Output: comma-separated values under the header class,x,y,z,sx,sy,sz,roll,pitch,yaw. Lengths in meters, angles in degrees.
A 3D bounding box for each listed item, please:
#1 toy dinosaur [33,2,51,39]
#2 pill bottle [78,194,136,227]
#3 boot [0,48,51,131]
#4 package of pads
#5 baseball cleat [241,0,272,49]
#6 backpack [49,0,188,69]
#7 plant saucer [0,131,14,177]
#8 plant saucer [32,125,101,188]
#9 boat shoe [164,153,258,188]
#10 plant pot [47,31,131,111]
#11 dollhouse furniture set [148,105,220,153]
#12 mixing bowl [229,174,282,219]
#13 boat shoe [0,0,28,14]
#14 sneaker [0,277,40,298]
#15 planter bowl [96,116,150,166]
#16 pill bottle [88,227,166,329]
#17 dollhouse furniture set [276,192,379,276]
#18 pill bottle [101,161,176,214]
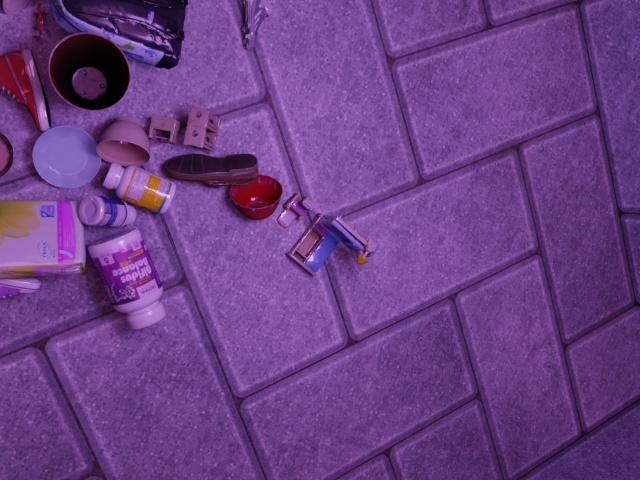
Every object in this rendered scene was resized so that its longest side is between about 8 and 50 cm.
class,x,y,z,sx,sy,sz,roll,pitch,yaw
toy dinosaur,-0.843,-0.645,1.690,0.047,0.090,0.082,-4,66,-7
pill bottle,-0.662,-0.088,1.775,0.094,0.169,0.094,-1,86,22
boot,-0.913,-0.430,1.678,0.176,0.088,0.244,-18,96,-18
package of pads,-0.862,-0.002,1.692,0.297,0.101,0.229,-2,66,-21
baseball cleat,-0.213,-0.754,1.934,0.110,0.072,0.205,-4,102,-29
backpack,-0.612,-0.686,1.691,0.356,0.274,0.289,5,86,-43
plant saucer,-1.006,-0.258,1.687,0.169,0.029,0.168,-3,98,-22
plant saucer,-0.788,-0.261,1.762,0.195,0.037,0.194,-9,111,-25
boat shoe,-0.363,-0.222,1.910,0.308,0.110,0.104,0,140,-5
plant pot,-0.685,-0.484,1.683,0.216,0.230,0.215,-3,98,-22
dollhouse furniture set,-0.447,-0.376,1.874,0.184,0.129,0.128,12,91,6
mixing bowl,-0.219,-0.137,1.969,0.182,0.181,0.098,-21,140,-19
boat shoe,-0.897,-0.767,1.666,0.065,0.075,0.206,22,94,20
sneaker,-1.002,0.169,1.710,0.282,0.102,0.160,7,98,-13
planter bowl,-0.614,-0.319,1.785,0.162,0.162,0.109,10,66,-23
pill bottle,-0.610,0.126,1.822,0.169,0.169,0.301,-24,105,-18
dollhouse furniture set,0.000,0.000,1.986,0.286,0.303,0.198,41,80,-21
pill bottle,-0.585,-0.172,1.823,0.209,0.118,0.117,23,87,-24
